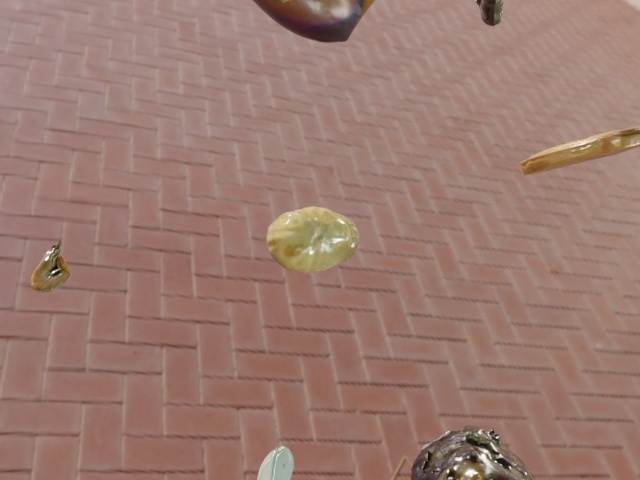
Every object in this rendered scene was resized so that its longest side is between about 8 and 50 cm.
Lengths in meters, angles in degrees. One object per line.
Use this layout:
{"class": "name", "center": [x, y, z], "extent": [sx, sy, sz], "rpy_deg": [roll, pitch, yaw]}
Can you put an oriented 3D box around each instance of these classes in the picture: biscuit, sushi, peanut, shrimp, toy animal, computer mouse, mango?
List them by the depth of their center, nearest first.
{"class": "sushi", "center": [0.159, 0.279, 0.687], "extent": [0.212, 0.147, 0.115], "rpy_deg": [50, 12, -7]}
{"class": "biscuit", "center": [0.278, -0.095, 0.785], "extent": [0.118, 0.140, 0.023], "rpy_deg": [-13, 89, -52]}
{"class": "mango", "center": [-0.039, -0.400, 1.025], "extent": [0.287, 0.152, 0.201], "rpy_deg": [49, 52, 8]}
{"class": "computer mouse", "center": [-0.068, 0.336, 1.043], "extent": [0.032, 0.056, 0.110], "rpy_deg": [-5, 59, 31]}
{"class": "shrimp", "center": [-0.449, 0.047, 1.294], "extent": [0.059, 0.023, 0.108], "rpy_deg": [11, 50, 6]}
{"class": "toy animal", "center": [0.296, -0.430, 1.321], "extent": [0.047, 0.135, 0.065], "rpy_deg": [-5, 61, 7]}
{"class": "peanut", "center": [0.000, 0.000, 1.563], "extent": [0.148, 0.147, 0.319], "rpy_deg": [34, 11, 18]}
